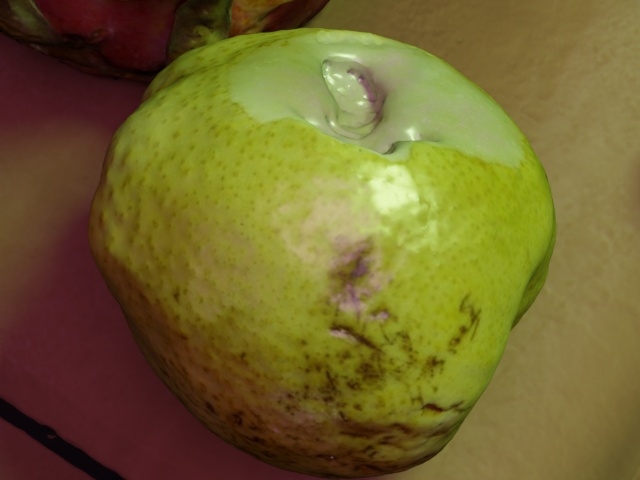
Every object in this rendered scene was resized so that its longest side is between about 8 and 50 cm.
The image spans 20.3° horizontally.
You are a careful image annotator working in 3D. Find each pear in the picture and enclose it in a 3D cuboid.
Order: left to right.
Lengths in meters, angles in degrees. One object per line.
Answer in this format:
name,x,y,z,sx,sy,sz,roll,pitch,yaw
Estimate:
pear,0.000,0.000,1.013,0.271,0.271,0.271,0,81,3

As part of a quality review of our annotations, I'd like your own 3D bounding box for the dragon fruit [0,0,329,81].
dragon fruit,-0.115,-0.238,1.051,0.296,0.263,0.314,32,84,7
